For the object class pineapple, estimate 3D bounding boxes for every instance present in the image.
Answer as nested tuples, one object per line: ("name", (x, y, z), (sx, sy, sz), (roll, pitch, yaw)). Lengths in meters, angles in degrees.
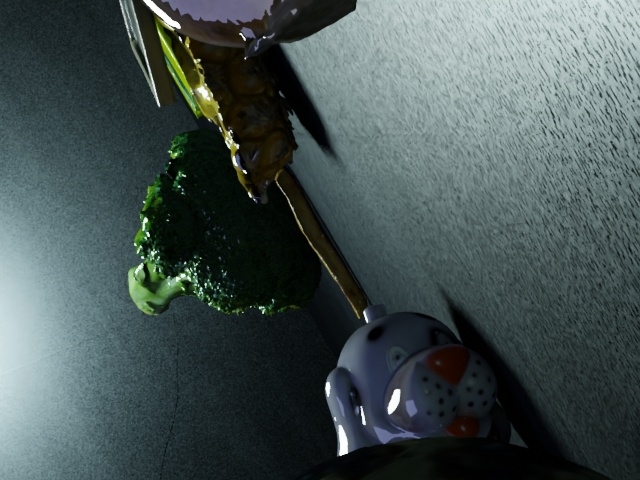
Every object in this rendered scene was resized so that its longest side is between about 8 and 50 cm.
("pineapple", (-0.078, -0.140, 1.593), (0.224, 0.076, 0.225), (62, 175, 10))

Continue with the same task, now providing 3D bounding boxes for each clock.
("clock", (0.089, 0.168, 1.369), (0.189, 0.189, 0.253), (99, 155, -84))

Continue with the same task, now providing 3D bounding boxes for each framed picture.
("framed picture", (-0.198, -0.303, 1.678), (0.232, 0.024, 0.314), (-122, 17, -68))

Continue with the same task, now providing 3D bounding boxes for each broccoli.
("broccoli", (-0.133, 0.009, 2.216), (0.269, 0.269, 0.254), (61, -148, -23))

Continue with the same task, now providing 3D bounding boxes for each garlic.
("garlic", (-0.075, -0.215, 0.948), (0.266, 0.148, 0.128), (55, -148, 2))

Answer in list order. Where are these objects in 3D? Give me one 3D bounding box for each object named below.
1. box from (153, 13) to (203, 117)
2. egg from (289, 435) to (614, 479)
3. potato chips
("box", (-0.198, -0.272, 2.332), (0.187, 0.047, 0.335), (59, 177, 2))
("egg", (0.071, 0.276, 0.946), (0.345, 0.345, 0.428), (59, -178, 4))
("potato chips", (0.000, 0.000, 2.040), (0.204, 0.026, 0.037), (58, 179, 0))
